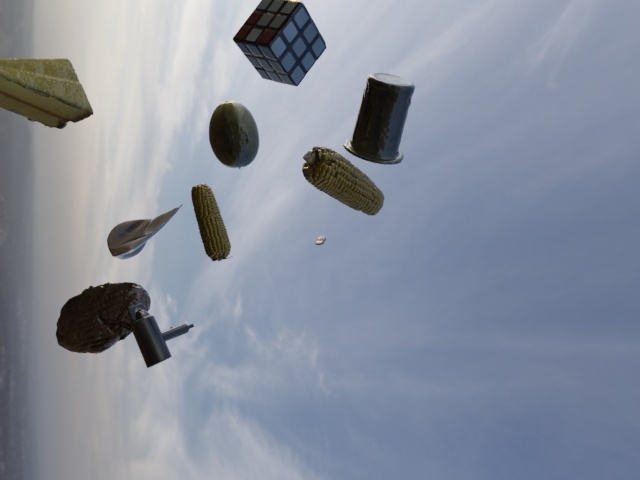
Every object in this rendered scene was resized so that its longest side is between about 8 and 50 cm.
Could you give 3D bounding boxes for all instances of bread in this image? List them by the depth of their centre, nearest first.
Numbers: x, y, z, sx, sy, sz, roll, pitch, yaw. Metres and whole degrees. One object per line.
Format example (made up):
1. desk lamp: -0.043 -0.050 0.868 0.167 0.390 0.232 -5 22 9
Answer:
1. bread: -1.074 -0.503 1.602 0.345 0.405 0.242 1 -73 50

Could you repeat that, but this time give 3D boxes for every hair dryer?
1. hair dryer: -0.503 0.282 1.502 0.078 0.248 0.195 -27 -97 19

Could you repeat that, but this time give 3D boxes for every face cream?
1. face cream: -0.668 -0.025 1.700 0.420 0.235 0.137 -13 -60 52

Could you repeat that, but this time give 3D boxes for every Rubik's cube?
1. Rubik's cube: -0.109 -0.549 1.277 0.162 0.160 0.163 30 -99 37

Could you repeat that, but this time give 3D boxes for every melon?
1. melon: -0.426 -0.518 2.276 0.248 0.248 0.329 15 -66 59

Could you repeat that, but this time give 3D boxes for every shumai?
1. shumai: -0.759 0.276 1.682 0.217 0.346 0.283 57 -6 4

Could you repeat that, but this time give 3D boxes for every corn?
1. corn: 0.075 -0.181 1.447 0.130 0.347 0.130 -29 -134 34
2. corn: -0.424 -0.068 1.784 0.106 0.106 0.305 10 -63 60

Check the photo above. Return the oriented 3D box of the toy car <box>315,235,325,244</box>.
1. toy car: 0.000 0.000 2.250 0.093 0.041 0.025 -58 143 -70

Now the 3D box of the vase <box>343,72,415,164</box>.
1. vase: 0.238 -0.463 1.741 0.245 0.245 0.291 55 -40 45
